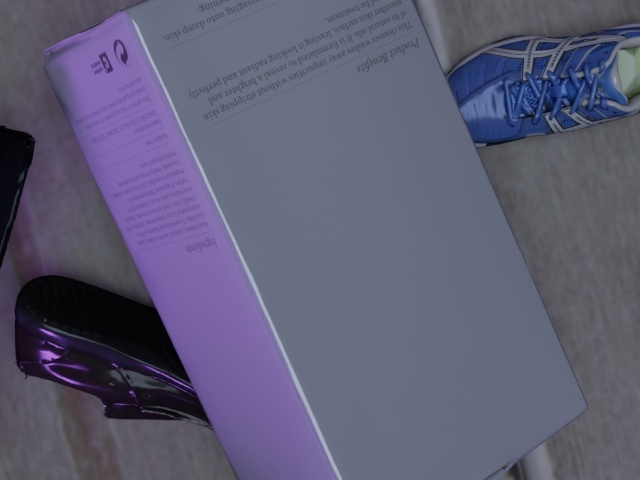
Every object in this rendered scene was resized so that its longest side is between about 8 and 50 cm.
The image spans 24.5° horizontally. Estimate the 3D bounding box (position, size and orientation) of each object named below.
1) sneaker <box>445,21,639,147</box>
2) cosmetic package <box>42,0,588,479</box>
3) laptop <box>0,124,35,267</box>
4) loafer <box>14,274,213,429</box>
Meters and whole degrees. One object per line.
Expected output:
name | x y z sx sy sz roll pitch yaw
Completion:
sneaker | 0.183 -0.121 1.090 0.211 0.081 0.080 -17 98 -2
cosmetic package | 0.000 0.000 1.011 0.217 0.156 0.385 -26 98 -31
laptop | -0.345 0.004 1.020 0.136 0.264 0.234 13 95 -43
loafer | -0.126 0.096 1.090 0.220 0.080 0.078 24 125 -8
